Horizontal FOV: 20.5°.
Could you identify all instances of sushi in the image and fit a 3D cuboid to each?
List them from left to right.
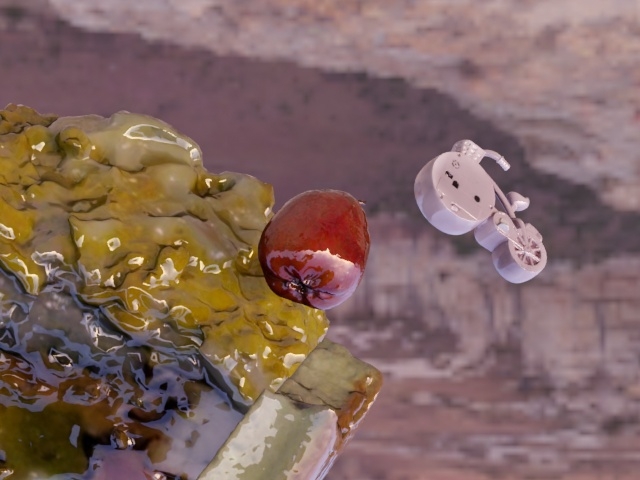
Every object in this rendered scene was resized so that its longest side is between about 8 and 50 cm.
[{"bbox_3d":[-0.192,0.084,1.425,0.396,0.351,0.240,23,-151,-2],"label":"sushi"}]

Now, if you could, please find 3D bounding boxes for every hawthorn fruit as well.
[{"bbox_3d":[0.000,0.000,1.294,0.081,0.093,0.081,14,143,11],"label":"hawthorn fruit"}]

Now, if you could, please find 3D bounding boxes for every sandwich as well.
[{"bbox_3d":[-0.036,0.154,1.062,0.063,0.212,0.245,38,-176,5],"label":"sandwich"}]

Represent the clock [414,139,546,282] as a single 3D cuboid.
[{"bbox_3d":[0.138,-0.024,1.459,0.129,0.087,0.041,42,137,-8],"label":"clock"}]
